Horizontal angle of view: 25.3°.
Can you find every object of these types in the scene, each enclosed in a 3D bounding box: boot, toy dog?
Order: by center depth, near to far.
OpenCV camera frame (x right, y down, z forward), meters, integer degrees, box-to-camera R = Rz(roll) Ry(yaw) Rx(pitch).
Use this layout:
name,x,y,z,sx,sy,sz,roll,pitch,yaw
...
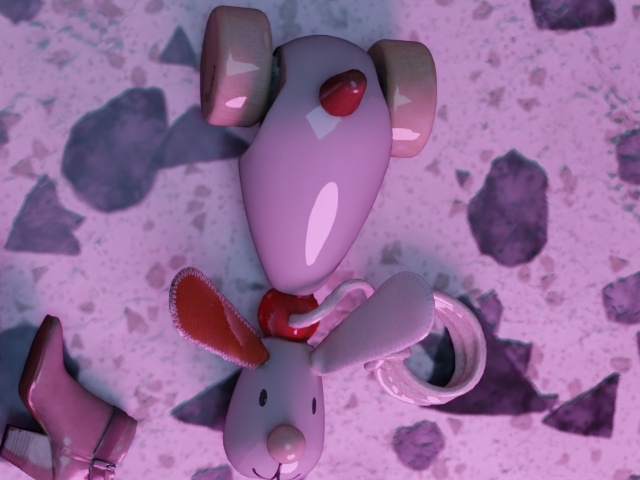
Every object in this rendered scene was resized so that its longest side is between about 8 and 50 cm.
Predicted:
name,x,y,z,sx,sy,sz,roll,pitch,yaw
toy dog,0.000,0.000,0.951,0.220,0.161,0.334,-16,99,-8
boot,-0.170,0.119,0.999,0.087,0.042,0.118,18,94,-18
